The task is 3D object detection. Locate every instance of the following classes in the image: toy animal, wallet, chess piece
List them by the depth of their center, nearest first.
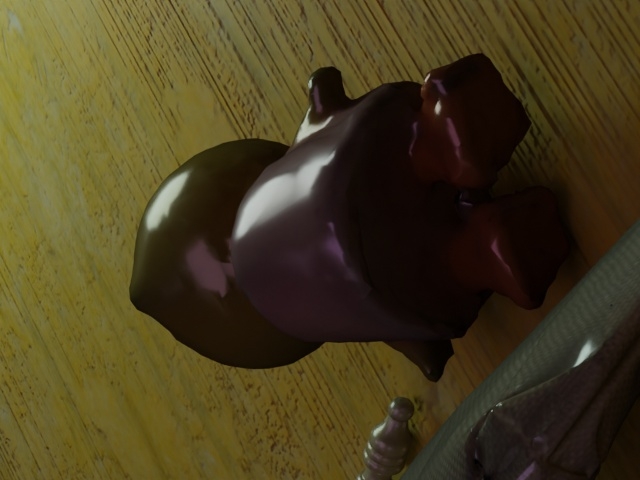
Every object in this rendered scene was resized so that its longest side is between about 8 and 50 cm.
[{"bbox_3d":[0.112,0.082,0.861,0.068,0.275,0.335,42,142,5],"label":"wallet"},{"bbox_3d":[-0.004,0.002,1.042,0.281,0.169,0.195,-10,103,51],"label":"toy animal"},{"bbox_3d":[0.042,0.141,1.142,0.035,0.035,0.092,41,127,35],"label":"chess piece"}]
